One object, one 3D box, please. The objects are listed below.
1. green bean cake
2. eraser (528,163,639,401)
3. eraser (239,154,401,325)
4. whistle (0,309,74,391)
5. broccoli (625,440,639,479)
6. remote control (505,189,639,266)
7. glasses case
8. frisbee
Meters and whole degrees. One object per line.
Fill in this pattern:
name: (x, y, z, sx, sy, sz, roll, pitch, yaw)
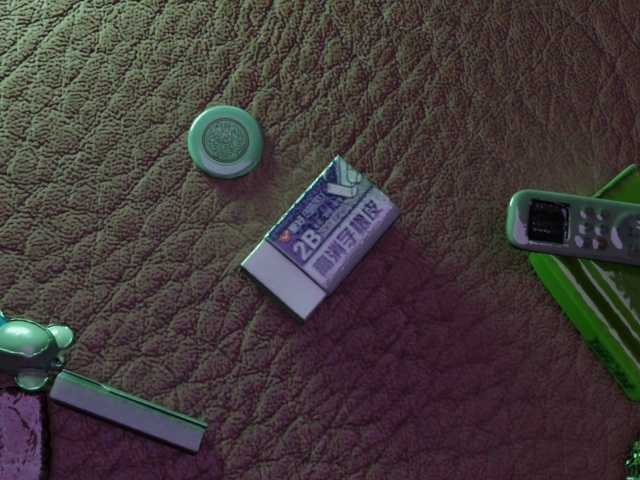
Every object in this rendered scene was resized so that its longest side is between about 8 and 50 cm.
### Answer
green bean cake: (-0.419, 0.259, 1.315, 0.135, 0.056, 0.135, -2, 78, -8)
eraser: (0.450, 0.061, 1.453, 0.210, 0.092, 0.274, -38, 88, -11)
eraser: (0.000, 0.000, 1.415, 0.124, 0.068, 0.210, 42, 78, 1)
whistle: (-0.446, 0.123, 1.331, 0.235, 0.077, 0.114, 21, 48, 2)
broccoli: (0.526, 0.316, 1.363, 0.194, 0.194, 0.220, 28, 83, -2)
remote control: (0.404, -0.011, 1.392, 0.309, 0.038, 0.090, 9, 81, -6)
glasses case: (-0.251, 0.227, 1.337, 0.205, 0.071, 0.047, 22, 74, -2)
frisbee: (-0.135, -0.142, 1.449, 0.110, 0.014, 0.110, 1, 79, -7)
